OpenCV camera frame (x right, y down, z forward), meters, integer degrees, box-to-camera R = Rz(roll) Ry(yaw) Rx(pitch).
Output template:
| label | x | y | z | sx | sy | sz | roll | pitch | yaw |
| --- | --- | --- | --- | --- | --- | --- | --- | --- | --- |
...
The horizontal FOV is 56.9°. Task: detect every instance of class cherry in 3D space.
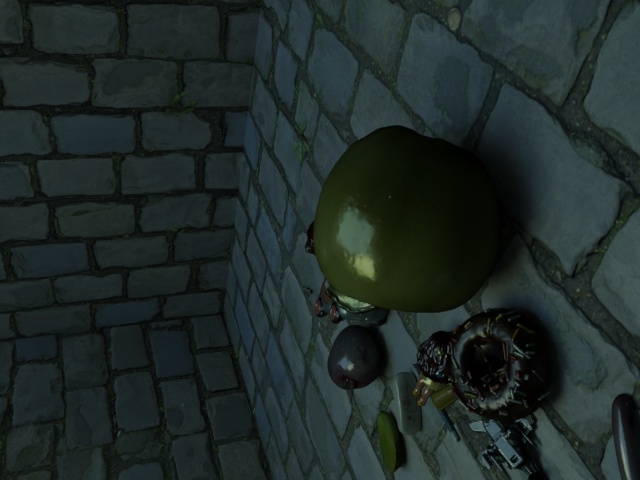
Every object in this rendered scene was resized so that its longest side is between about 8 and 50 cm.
| label | x | y | z | sx | sy | sz | roll | pitch | yaw |
| --- | --- | --- | --- | --- | --- | --- | --- | --- | --- |
| cherry | 0.120 | 0.417 | 2.064 | 0.213 | 0.183 | 0.266 | -41 | 42 | 46 |

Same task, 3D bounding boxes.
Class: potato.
| label | x | y | z | sx | sy | sz | roll | pitch | yaw |
| --- | --- | --- | --- | --- | --- | --- | --- | --- | --- |
| potato | 0.241 | 0.677 | 1.993 | 0.119 | 0.054 | 0.198 | 112 | 150 | -49 |

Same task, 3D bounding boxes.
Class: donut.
| label | x | y | z | sx | sy | sz | roll | pitch | yaw |
| --- | --- | --- | --- | --- | --- | --- | --- | --- | --- |
| donut | 0.399 | 0.282 | 1.353 | 0.269 | 0.103 | 0.270 | -15 | 70 | 49 |

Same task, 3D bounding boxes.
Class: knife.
| label | x | y | z | sx | sy | sz | roll | pitch | yaw |
| --- | --- | --- | --- | --- | --- | --- | --- | --- | --- |
| knife | 0.587 | 0.427 | 1.086 | 0.123 | 0.053 | 0.278 | -30 | 68 | 60 |

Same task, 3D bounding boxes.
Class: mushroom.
| label | x | y | z | sx | sy | sz | roll | pitch | yaw |
| --- | --- | --- | --- | --- | --- | --- | --- | --- | --- |
| mushroom | 0.169 | 0.080 | 1.829 | 0.247 | 0.130 | 0.344 | 42 | 115 | 10 |

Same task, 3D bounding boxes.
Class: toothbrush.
| label | x | y | z | sx | sy | sz | roll | pitch | yaw |
| --- | --- | --- | --- | --- | --- | --- | --- | --- | --- |
| toothbrush | 0.341 | 0.474 | 1.749 | 0.276 | 0.025 | 0.019 | -119 | 27 | -42 |

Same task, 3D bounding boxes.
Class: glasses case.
| label | x | y | z | sx | sy | sz | roll | pitch | yaw |
| --- | --- | --- | --- | --- | --- | --- | --- | --- | --- |
| glasses case | 0.272 | 0.510 | 1.850 | 0.049 | 0.074 | 0.194 | 167 | 99 | -68 |

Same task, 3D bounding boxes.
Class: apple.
| label | x | y | z | sx | sy | sz | roll | pitch | yaw |
| --- | --- | --- | --- | --- | --- | --- | --- | --- | --- |
| apple | 0.207 | -0.049 | 1.437 | 0.473 | 0.473 | 0.474 | 176 | 90 | -68 |

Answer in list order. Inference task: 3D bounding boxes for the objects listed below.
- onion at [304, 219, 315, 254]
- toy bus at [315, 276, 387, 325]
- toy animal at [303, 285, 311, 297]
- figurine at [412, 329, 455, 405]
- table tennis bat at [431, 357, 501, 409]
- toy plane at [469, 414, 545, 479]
| label | x | y | z | sx | sy | sz | roll | pitch | yaw |
| --- | --- | --- | --- | --- | --- | --- | --- | --- | --- |
| onion | 0.000 | 0.000 | 2.336 | 0.184 | 0.147 | 0.184 | 45 | 146 | 43 |
| toy bus | 0.113 | 0.173 | 2.058 | 0.287 | 0.194 | 0.232 | 180 | 98 | -69 |
| toy animal | -0.062 | 0.237 | 2.687 | 0.084 | 0.028 | 0.050 | -147 | 64 | -64 |
| figurine | 0.324 | 0.353 | 1.634 | 0.175 | 0.115 | 0.240 | -121 | 34 | -49 |
| table tennis bat | 0.393 | 0.341 | 1.463 | 0.321 | 0.050 | 0.198 | -45 | 47 | 39 |
| toy plane | 0.459 | 0.503 | 1.372 | 0.192 | 0.088 | 0.262 | -53 | 42 | 19 |
